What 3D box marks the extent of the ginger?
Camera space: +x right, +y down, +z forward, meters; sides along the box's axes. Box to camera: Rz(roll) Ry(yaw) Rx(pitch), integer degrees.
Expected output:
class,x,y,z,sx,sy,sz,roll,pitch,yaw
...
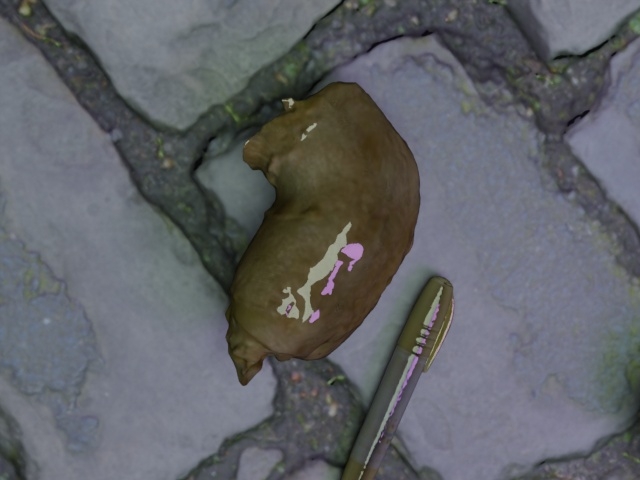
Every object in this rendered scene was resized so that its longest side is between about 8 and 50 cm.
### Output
class,x,y,z,sx,sy,sz,roll,pitch,yaw
ginger,0.000,0.000,1.450,0.152,0.138,0.267,12,86,6

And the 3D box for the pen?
class,x,y,z,sx,sy,sz,roll,pitch,yaw
pen,0.067,0.140,1.533,0.040,0.032,0.233,17,100,-33
